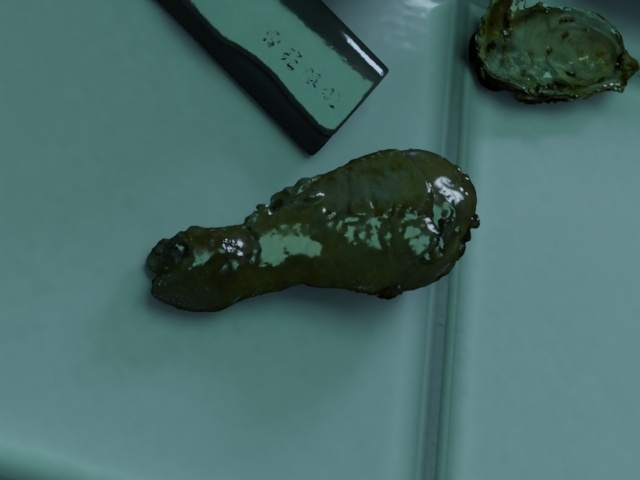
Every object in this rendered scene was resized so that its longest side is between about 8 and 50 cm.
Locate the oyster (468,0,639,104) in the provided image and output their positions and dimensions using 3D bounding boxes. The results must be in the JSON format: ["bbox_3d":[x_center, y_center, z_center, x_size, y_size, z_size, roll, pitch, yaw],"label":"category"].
[{"bbox_3d":[0.152,-0.112,0.958,0.132,0.029,0.086,24,61,-22],"label":"oyster"}]

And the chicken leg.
[{"bbox_3d":[0.001,-0.001,0.788,0.197,0.069,0.085,-13,71,-28],"label":"chicken leg"}]

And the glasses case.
[{"bbox_3d":[-0.048,-0.138,0.849,0.190,0.042,0.072,45,59,-2],"label":"glasses case"}]
